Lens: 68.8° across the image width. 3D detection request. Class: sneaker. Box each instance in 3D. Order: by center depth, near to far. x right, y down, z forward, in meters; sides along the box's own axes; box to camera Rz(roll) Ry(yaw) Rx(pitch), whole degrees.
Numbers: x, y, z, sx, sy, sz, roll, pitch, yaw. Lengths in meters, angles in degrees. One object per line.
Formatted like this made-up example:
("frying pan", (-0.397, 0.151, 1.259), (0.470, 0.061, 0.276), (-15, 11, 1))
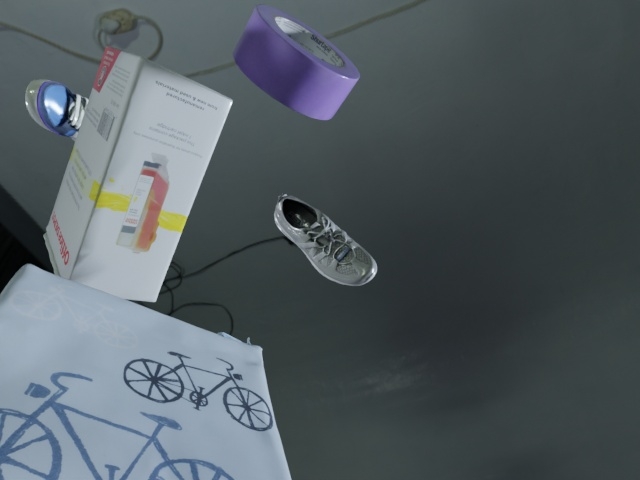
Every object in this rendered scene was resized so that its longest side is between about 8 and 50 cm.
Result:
("sneaker", (0.000, 0.000, 1.036), (0.281, 0.105, 0.115), (35, 167, 14))
("sneaker", (-0.576, -0.316, 1.246), (0.237, 0.130, 0.323), (8, 170, 5))

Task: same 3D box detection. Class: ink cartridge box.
("ink cartridge box", (-0.342, -0.123, 0.840), (0.161, 0.279, 0.384), (16, 103, -40))

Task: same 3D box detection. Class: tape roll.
("tape roll", (-0.036, -0.282, 0.741), (0.189, 0.188, 0.080), (24, 123, -22))

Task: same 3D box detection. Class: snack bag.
("snack bag", (-0.176, 0.158, 0.437), (0.323, 0.342, 0.037), (27, 105, -25))
